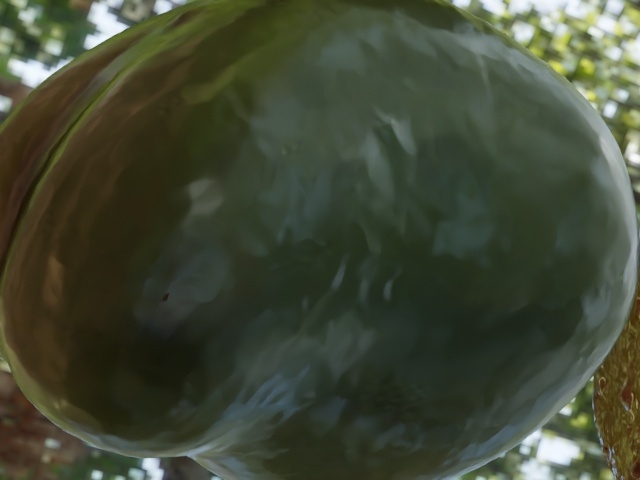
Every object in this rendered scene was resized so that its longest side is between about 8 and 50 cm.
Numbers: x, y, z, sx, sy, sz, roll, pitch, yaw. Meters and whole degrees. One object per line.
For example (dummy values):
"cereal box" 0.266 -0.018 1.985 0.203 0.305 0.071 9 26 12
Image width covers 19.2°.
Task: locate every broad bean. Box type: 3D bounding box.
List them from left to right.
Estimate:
"broad bean" 0.000 0.000 0.671 0.121 0.263 0.189 19 -80 52

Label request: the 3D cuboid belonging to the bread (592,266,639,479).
"bread" 0.338 0.073 1.259 0.204 0.336 0.358 58 -32 35
